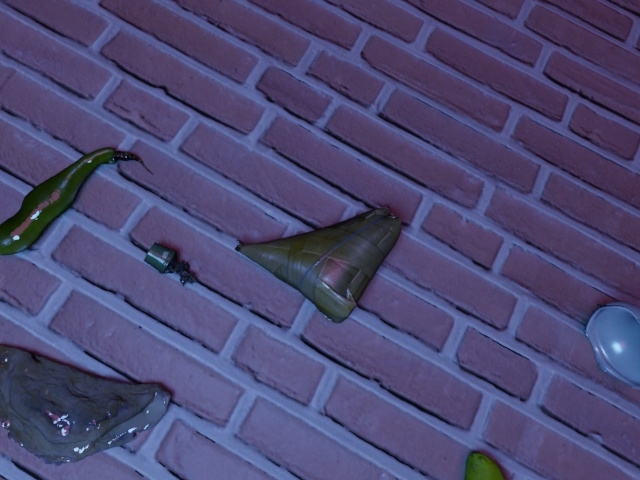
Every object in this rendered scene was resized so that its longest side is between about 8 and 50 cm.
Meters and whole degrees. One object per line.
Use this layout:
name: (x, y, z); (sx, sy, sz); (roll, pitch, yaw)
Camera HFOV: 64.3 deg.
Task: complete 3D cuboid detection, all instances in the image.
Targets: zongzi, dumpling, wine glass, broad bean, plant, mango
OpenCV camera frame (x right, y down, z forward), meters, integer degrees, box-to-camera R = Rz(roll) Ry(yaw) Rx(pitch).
zongzi: (0.000, 0.000, 0.967); (0.256, 0.115, 0.228); (30, 68, 14)
dumpling: (-0.431, 0.282, 0.836); (0.332, 0.086, 0.166); (13, 69, 2)
wine glass: (0.632, 0.169, 0.951); (0.197, 0.165, 0.165); (-16, 75, -14)
broad bean: (-0.482, -0.081, 0.956); (0.318, 0.056, 0.098); (-37, 80, -18)
plant: (-0.272, 0.046, 0.945); (0.102, 0.051, 0.051); (33, 72, -10)
mango: (0.279, 0.449, 0.866); (0.091, 0.074, 0.165); (0, 72, -4)
